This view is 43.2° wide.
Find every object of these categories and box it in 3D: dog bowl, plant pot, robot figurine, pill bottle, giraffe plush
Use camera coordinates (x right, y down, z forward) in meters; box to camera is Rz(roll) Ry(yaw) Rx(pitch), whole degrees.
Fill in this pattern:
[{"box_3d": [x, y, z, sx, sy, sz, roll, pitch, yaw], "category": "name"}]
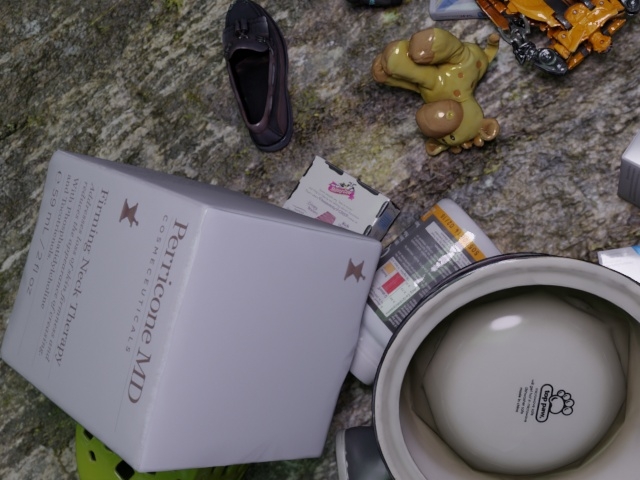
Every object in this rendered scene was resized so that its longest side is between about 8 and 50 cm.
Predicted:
[{"box_3d": [0.273, 0.197, 1.073, 0.408, 0.150, 0.408, 1, 104, 5], "category": "dog bowl"}, {"box_3d": [-0.245, 0.347, 1.259, 0.228, 0.227, 0.207, 17, 91, 21], "category": "plant pot"}, {"box_3d": [0.351, -0.391, 1.258, 0.211, 0.085, 0.291, -41, 72, 12], "category": "robot figurine"}, {"box_3d": [0.138, 0.080, 1.218, 0.278, 0.162, 0.162, -41, 68, 6], "category": "pill bottle"}, {"box_3d": [0.198, -0.227, 1.290, 0.210, 0.181, 0.170, -3, 86, -17], "category": "giraffe plush"}]

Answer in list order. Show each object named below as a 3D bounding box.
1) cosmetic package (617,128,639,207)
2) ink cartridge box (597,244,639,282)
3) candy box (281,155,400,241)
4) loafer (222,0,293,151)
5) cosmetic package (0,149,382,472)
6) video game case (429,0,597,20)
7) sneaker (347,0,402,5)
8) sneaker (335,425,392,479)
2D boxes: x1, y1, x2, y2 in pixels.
[{"box_3d": [0.596, -0.050, 1.073, 0.365, 0.197, 0.155, 34, 89, 21], "category": "cosmetic package"}, {"box_3d": [0.464, 0.099, 1.154, 0.104, 0.060, 0.180, -10, 75, 17], "category": "ink cartridge box"}, {"box_3d": [0.000, 0.000, 1.332, 0.159, 0.071, 0.233, 34, 91, 25], "category": "candy box"}, {"box_3d": [-0.116, -0.309, 1.432, 0.109, 0.095, 0.302, -17, 72, 14], "category": "loafer"}, {"box_3d": [-0.189, 0.087, 1.152, 0.394, 0.327, 0.329, 19, 95, 44], "category": "cosmetic package"}, {"box_3d": [0.344, -0.533, 1.358, 0.300, 0.036, 0.329, 2, 79, 20], "category": "video game case"}, {"box_3d": [0.113, -0.531, 1.422, 0.106, 0.101, 0.267, 12, 80, -1], "category": "sneaker"}, {"box_3d": [0.096, 0.383, 1.203, 0.118, 0.083, 0.222, -15, 72, 15], "category": "sneaker"}]
